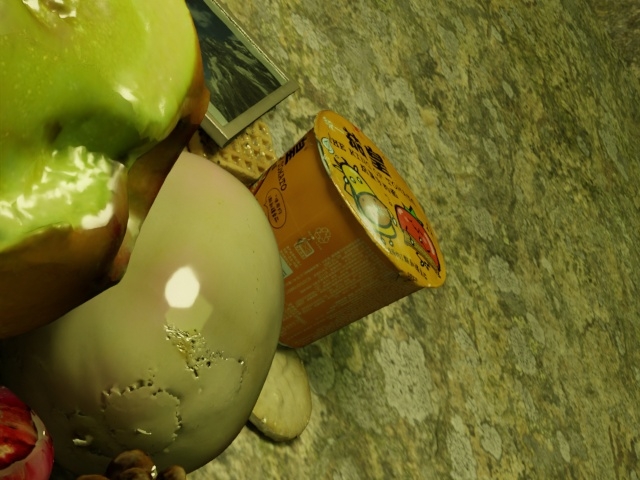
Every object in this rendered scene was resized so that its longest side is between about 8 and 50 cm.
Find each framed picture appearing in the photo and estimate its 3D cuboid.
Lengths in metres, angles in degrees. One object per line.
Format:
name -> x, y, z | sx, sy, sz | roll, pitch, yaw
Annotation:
framed picture -> -0.131, -0.209, 1.712 | 0.209, 0.019, 0.281 | 47, 22, -4

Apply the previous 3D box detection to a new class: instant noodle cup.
instant noodle cup -> 0.000, 0.000, 1.611 | 0.216, 0.172, 0.216 | 47, 20, -24

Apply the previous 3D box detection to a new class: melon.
melon -> -0.140, 0.058, 1.269 | 0.223, 0.223, 0.317 | 50, 28, -24

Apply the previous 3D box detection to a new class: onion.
onion -> -0.263, 0.173, 1.090 | 0.150, 0.150, 0.140 | -41, 145, -63

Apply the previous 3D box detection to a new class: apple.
apple -> -0.252, -0.099, 1.033 | 0.374, 0.374, 0.384 | 58, -11, -8

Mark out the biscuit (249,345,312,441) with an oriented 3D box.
biscuit -> -0.054, 0.132, 1.581 | 0.152, 0.020, 0.152 | 42, 32, -34

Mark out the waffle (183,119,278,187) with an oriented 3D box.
waffle -> -0.104, -0.100, 1.689 | 0.148, 0.042, 0.102 | 24, 44, -50

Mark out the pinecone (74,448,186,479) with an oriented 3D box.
pinecone -> -0.118, 0.284, 1.106 | 0.272, 0.224, 0.224 | 56, 26, -25
